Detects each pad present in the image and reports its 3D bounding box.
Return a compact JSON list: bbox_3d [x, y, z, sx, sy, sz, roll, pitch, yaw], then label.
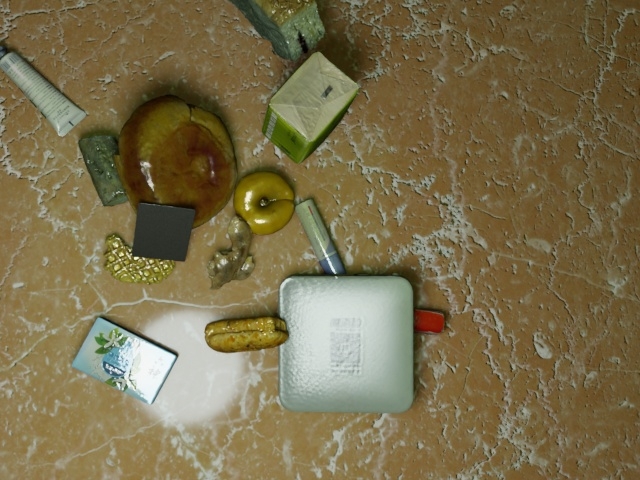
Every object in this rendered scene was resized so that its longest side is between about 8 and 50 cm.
[{"bbox_3d":[-0.401,-0.017,1.796,0.142,0.211,0.003,7,49,-16],"label":"pad"}]

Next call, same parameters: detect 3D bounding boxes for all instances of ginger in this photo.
[{"bbox_3d":[-0.242,0.039,1.887,0.132,0.059,0.214,-11,124,-20],"label":"ginger"}]

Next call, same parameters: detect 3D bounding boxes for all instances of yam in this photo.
[{"bbox_3d":[-0.563,-0.194,1.875,0.107,0.107,0.194,-24,88,-10],"label":"yam"}]

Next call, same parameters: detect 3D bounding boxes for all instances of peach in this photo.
[{"bbox_3d":[-0.152,-0.102,1.930,0.179,0.103,0.179,1,87,-19],"label":"peach"}]

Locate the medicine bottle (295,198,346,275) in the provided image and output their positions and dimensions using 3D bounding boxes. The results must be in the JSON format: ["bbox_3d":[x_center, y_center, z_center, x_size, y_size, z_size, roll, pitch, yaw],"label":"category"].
[{"bbox_3d":[0.000,0.000,1.966,0.059,0.059,0.231,-26,89,-10],"label":"medicine bottle"}]

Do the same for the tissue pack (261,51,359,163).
[{"bbox_3d":[-0.034,-0.345,1.884,0.167,0.274,0.200,41,80,-4],"label":"tissue pack"}]

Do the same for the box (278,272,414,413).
[{"bbox_3d":[0.069,0.273,1.901,0.366,0.090,0.373,0,88,4],"label":"box"}]

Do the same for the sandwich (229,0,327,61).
[{"bbox_3d":[-0.132,-0.636,1.904,0.131,0.262,0.325,-45,92,-5],"label":"sandwich"}]

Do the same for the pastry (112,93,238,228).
[{"bbox_3d":[-0.372,-0.198,1.838,0.355,0.163,0.356,-2,92,-44],"label":"pastry"}]

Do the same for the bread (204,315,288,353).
[{"bbox_3d":[-0.194,0.247,1.853,0.210,0.114,0.084,-11,70,21],"label":"bread"}]

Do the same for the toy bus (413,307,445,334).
[{"bbox_3d":[0.269,0.224,1.978,0.174,0.077,0.079,9,84,-8],"label":"toy bus"}]

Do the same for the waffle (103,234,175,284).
[{"bbox_3d":[-0.480,0.041,1.891,0.194,0.051,0.149,6,86,-9],"label":"waffle"}]

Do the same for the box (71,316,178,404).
[{"bbox_3d":[-0.509,0.313,1.846,0.232,0.083,0.143,28,80,-4],"label":"box"}]

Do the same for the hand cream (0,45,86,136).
[{"bbox_3d":[-0.761,-0.406,1.892,0.095,0.059,0.276,-45,97,-12],"label":"hand cream"}]
